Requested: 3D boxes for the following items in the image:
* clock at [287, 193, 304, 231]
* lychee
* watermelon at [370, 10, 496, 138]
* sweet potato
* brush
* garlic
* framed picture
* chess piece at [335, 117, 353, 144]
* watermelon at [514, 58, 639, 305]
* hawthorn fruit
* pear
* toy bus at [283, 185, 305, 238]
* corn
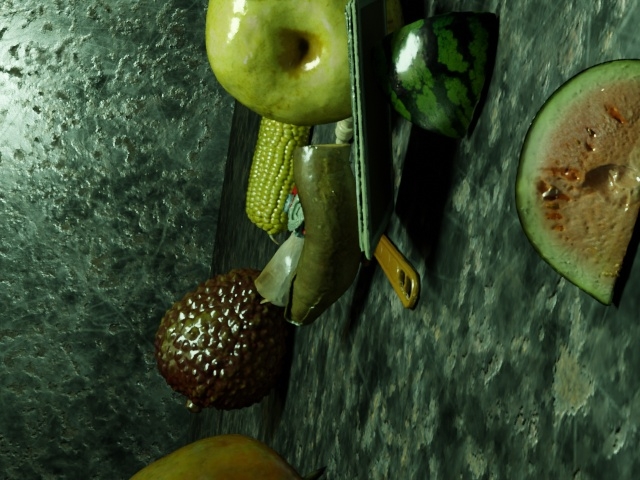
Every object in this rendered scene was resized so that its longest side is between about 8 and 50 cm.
[{"bbox_3d":[-0.025,-0.047,1.477,0.074,0.010,0.083,-50,22,32],"label":"clock"},{"bbox_3d":[-0.164,0.173,1.865,0.271,0.236,0.236,-57,10,-5],"label":"lychee"},{"bbox_3d":[0.115,-0.179,1.080,0.094,0.135,0.125,-27,-48,-53],"label":"watermelon"},{"bbox_3d":[0.004,-0.003,1.376,0.085,0.112,0.285,-36,-33,-40],"label":"sweet potato"},{"bbox_3d":[0.077,0.013,1.303,0.314,0.017,0.090,-118,34,-70],"label":"brush"},{"bbox_3d":[-0.052,0.050,1.756,0.152,0.084,0.066,-57,-9,23],"label":"garlic"},{"bbox_3d":[0.057,-0.136,1.174,0.217,0.017,0.274,-52,-40,-72],"label":"framed picture"},{"bbox_3d":[0.038,-0.167,1.576,0.092,0.035,0.035,110,164,-59],"label":"chess piece"},{"bbox_3d":[0.186,-0.049,0.737,0.069,0.087,0.163,-15,-58,-61],"label":"watermelon"},{"bbox_3d":[-0.116,0.381,1.424,0.267,0.301,0.268,53,170,13],"label":"hawthorn fruit"},{"bbox_3d":[-0.018,-0.272,1.375,0.271,0.271,0.271,-172,90,-79],"label":"pear"},{"bbox_3d":[0.006,-0.052,1.542,0.195,0.081,0.089,-118,47,-71],"label":"toy bus"},{"bbox_3d":[-0.075,-0.149,1.953,0.101,0.102,0.310,-123,40,-73],"label":"corn"}]
